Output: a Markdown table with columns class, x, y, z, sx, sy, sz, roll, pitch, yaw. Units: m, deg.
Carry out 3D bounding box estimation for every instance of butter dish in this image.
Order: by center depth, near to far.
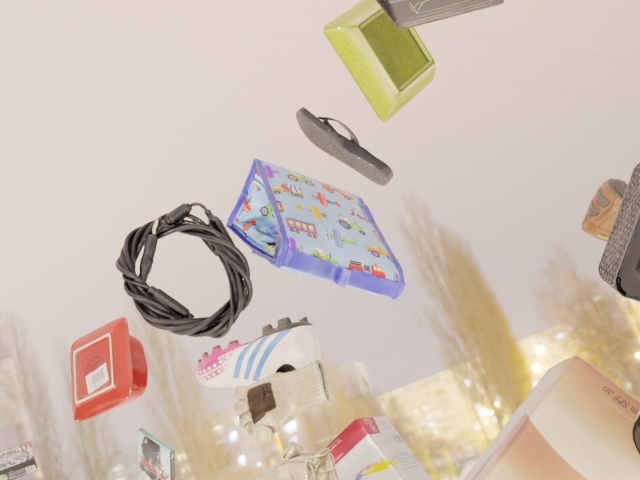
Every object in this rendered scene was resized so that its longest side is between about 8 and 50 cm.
| class | x | y | z | sx | sy | sz | roll | pitch | yaw |
| --- | --- | --- | --- | --- | --- | --- | --- | --- | --- |
| butter dish | -0.365 | 0.241 | 1.603 | 0.160 | 0.160 | 0.118 | -27 | -32 | 28 |

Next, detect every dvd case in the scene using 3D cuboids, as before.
| class | x | y | z | sx | sy | sz | roll | pitch | yaw |
| --- | --- | --- | --- | --- | --- | --- | --- | --- | --- |
| dvd case | -0.286 | 0.394 | 1.545 | 0.013 | 0.087 | 0.119 | -26 | -51 | -44 |

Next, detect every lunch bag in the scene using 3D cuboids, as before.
| class | x | y | z | sx | sy | sz | roll | pitch | yaw |
| --- | --- | --- | --- | --- | --- | --- | --- | --- | --- |
| lunch bag | 0.000 | 0.000 | 1.436 | 0.221 | 0.293 | 0.138 | 19 | -76 | -25 |

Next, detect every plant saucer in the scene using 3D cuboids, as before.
| class | x | y | z | sx | sy | sz | roll | pitch | yaw |
| --- | --- | --- | --- | --- | --- | --- | --- | --- | --- |
| plant saucer | 0.116 | -0.324 | 1.509 | 0.045 | 0.188 | 0.188 | -23 | 16 | 47 |

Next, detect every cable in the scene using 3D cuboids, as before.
| class | x | y | z | sx | sy | sz | roll | pitch | yaw |
| --- | --- | --- | --- | --- | --- | --- | --- | --- | --- |
| cable | -0.169 | 0.043 | 1.111 | 0.150 | 0.184 | 0.047 | -23 | -20 | -18 |

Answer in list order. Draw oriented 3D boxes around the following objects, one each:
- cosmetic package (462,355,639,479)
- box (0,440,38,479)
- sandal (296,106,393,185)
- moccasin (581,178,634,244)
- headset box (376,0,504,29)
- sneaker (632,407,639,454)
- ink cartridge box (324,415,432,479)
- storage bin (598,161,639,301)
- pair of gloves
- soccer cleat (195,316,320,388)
| class | x | y | z | sx | sy | sz | roll | pitch | yaw |
| --- | --- | --- | --- | --- | --- | --- | --- | --- | --- |
| cosmetic package | 0.211 | 0.277 | 0.874 | 0.296 | 0.153 | 0.129 | -51 | -11 | -10 |
| box | -0.548 | 0.385 | 1.490 | 0.137 | 0.027 | 0.094 | -18 | 12 | -20 |
| sandal | 0.055 | -0.212 | 1.954 | 0.054 | 0.254 | 0.097 | -54 | -2 | -16 |
| moccasin | 0.710 | -0.003 | 1.805 | 0.380 | 0.139 | 0.147 | 13 | -56 | -20 |
| headset box | 0.086 | -0.391 | 0.916 | 0.131 | 0.246 | 0.283 | -11 | -12 | 19 |
| sneaker | 0.440 | 0.099 | 0.648 | 0.447 | 0.169 | 0.257 | -32 | -10 | 38 |
| ink cartridge box | 0.105 | 0.436 | 1.652 | 0.127 | 0.176 | 0.128 | -46 | -27 | 14 |
| storage bin | 0.461 | -0.006 | 1.176 | 0.122 | 0.180 | 0.084 | 16 | 10 | -2 |
| pair of gloves | -0.062 | 0.331 | 1.450 | 0.204 | 0.240 | 0.042 | -23 | -25 | 38 |
| soccer cleat | -0.128 | 0.259 | 1.727 | 0.116 | 0.143 | 0.331 | 5 | -25 | -45 |
